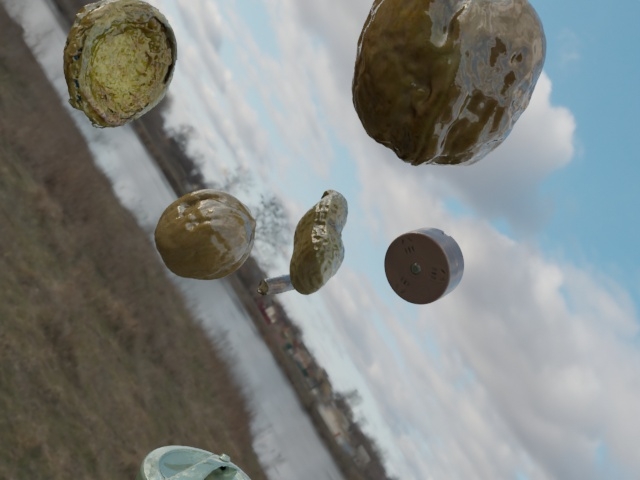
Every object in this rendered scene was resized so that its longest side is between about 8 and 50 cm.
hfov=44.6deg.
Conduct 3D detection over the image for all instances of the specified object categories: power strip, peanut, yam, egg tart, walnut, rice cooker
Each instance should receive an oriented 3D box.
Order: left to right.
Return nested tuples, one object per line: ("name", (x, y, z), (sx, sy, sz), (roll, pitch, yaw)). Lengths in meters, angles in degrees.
("egg tart", (-0.427, -0.369, 1.626), (0.107, 0.291, 0.291), (26, -27, 33))
("rice cooker", (-0.292, 0.599, 1.677), (0.288, 0.277, 0.288), (20, 12, -4))
("walnut", (-0.182, -0.007, 1.254), (0.166, 0.166, 0.149), (-142, -144, -70))
("yam", (-0.096, 0.117, 2.183), (0.057, 0.057, 0.241), (58, 29, 13))
("peanut", (0.000, 0.000, 1.665), (0.197, 0.110, 0.233), (117, -18, -60))
("power strip", (0.208, 0.053, 1.585), (0.078, 0.154, 0.154), (-17, 73, -57))
("walnut", (0.205, -0.280, 1.320), (0.306, 0.306, 0.344), (53, -39, 39))
